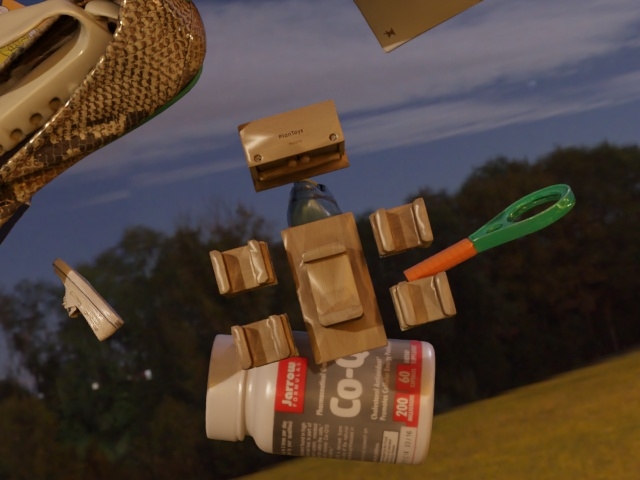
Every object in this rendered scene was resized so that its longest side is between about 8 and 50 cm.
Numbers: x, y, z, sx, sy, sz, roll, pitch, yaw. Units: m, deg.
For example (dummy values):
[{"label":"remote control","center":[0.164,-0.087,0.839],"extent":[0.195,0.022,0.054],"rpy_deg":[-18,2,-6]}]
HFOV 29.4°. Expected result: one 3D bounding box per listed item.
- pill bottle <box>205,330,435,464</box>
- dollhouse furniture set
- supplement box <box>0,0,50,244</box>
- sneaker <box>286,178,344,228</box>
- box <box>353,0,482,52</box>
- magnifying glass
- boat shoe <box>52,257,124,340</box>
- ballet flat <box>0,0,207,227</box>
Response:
[{"label":"pill bottle","center":[0.000,0.200,1.575],"extent":[0.283,0.161,0.161],"rpy_deg":[4,-4,1]},{"label":"dollhouse furniture set","center":[0.000,0.000,1.242],"extent":[0.212,0.242,0.161],"rpy_deg":[-15,-6,0]},{"label":"supplement box","center":[-0.493,-0.160,1.630],"extent":[0.194,0.356,0.195],"rpy_deg":[23,-47,-27]},{"label":"sneaker","center":[-0.002,-0.042,1.564],"extent":[0.069,0.082,0.209],"rpy_deg":[-10,-2,7]},{"label":"box","center":[0.159,-0.429,1.639],"extent":[0.168,0.215,0.345],"rpy_deg":[-23,15,35]},{"label":"magnifying glass","center":[0.209,-0.006,1.510],"extent":[0.231,0.026,0.092],"rpy_deg":[-30,15,1]},{"label":"boat shoe","center":[-0.232,0.058,1.174],"extent":[0.035,0.100,0.035],"rpy_deg":[-45,-20,-5]},{"label":"ballet flat","center":[-0.320,-0.082,1.080],"extent":[0.483,0.164,0.182],"rpy_deg":[-40,-38,2]}]
